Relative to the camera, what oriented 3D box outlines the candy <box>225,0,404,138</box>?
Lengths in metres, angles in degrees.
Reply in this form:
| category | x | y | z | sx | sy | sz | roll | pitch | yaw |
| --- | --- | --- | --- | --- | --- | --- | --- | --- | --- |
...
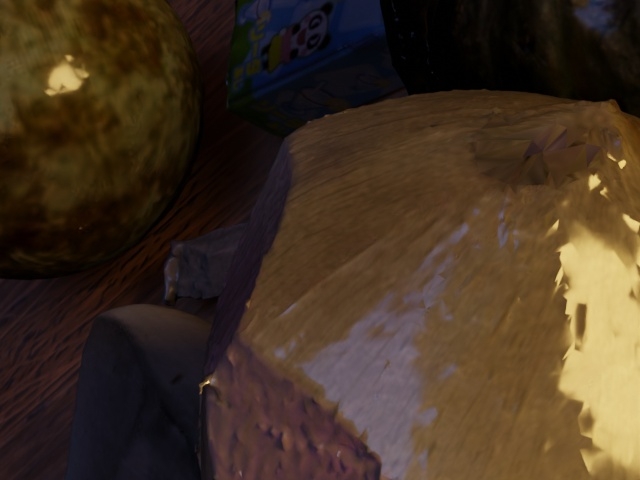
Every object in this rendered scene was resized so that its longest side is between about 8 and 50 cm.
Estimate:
| category | x | y | z | sx | sy | sz | roll | pitch | yaw |
| --- | --- | --- | --- | --- | --- | --- | --- | --- | --- |
| candy | 0.027 | -0.144 | 0.744 | 0.195 | 0.062 | 0.097 | -19 | 55 | 38 |

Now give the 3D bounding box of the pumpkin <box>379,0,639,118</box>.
| category | x | y | z | sx | sy | sz | roll | pitch | yaw |
| --- | --- | --- | --- | --- | --- | --- | --- | --- | --- |
| pumpkin | 0.168 | -0.161 | 0.510 | 0.320 | 0.192 | 0.320 | -25 | 50 | 33 |

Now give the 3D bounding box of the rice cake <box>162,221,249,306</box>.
| category | x | y | z | sx | sy | sz | roll | pitch | yaw |
| --- | --- | --- | --- | --- | --- | --- | --- | --- | --- |
| rice cake | 0.000 | 0.000 | 0.705 | 0.270 | 0.049 | 0.055 | -17 | 80 | 40 |

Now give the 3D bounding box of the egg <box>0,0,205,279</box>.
| category | x | y | z | sx | sy | sz | roll | pitch | yaw |
| --- | --- | --- | --- | --- | --- | --- | --- | --- | --- |
| egg | -0.211 | -0.086 | 0.827 | 0.289 | 0.238 | 0.238 | -36 | 44 | 55 |

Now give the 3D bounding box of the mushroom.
| category | x | y | z | sx | sy | sz | roll | pitch | yaw |
| --- | --- | --- | --- | --- | --- | --- | --- | --- | --- |
| mushroom | -0.006 | 0.174 | 0.563 | 0.397 | 0.126 | 0.177 | 28 | 101 | 49 |

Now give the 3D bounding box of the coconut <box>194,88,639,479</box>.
| category | x | y | z | sx | sy | sz | roll | pitch | yaw |
| --- | --- | --- | --- | --- | --- | --- | --- | --- | --- |
| coconut | 0.064 | 0.056 | 0.398 | 0.230 | 0.227 | 0.227 | 95 | 162 | -47 |
